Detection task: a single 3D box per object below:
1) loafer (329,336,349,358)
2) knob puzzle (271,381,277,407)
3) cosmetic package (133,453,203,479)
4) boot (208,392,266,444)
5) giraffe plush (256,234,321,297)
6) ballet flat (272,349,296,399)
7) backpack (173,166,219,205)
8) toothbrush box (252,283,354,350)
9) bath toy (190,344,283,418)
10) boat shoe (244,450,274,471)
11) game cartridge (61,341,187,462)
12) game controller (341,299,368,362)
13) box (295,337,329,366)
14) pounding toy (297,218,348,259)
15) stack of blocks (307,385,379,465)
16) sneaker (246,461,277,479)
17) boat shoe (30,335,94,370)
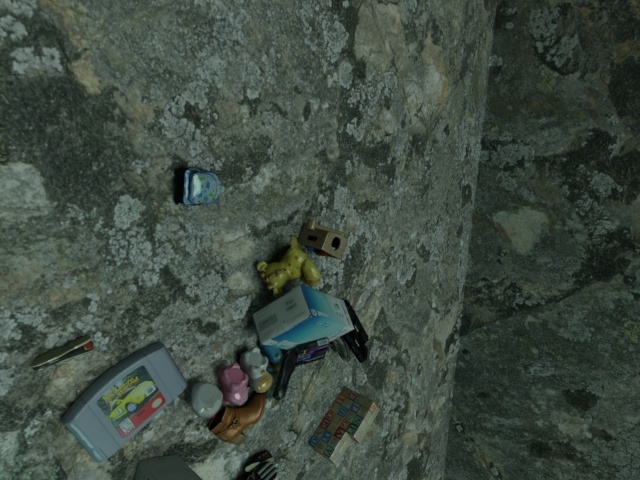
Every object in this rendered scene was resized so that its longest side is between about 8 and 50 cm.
[{"bbox_3d":[0.042,0.387,1.800,0.084,0.096,0.268,-29,117,-18],"label":"loafer"},{"bbox_3d":[-0.147,0.514,1.597,0.213,0.029,0.213,21,90,-82],"label":"knob puzzle"},{"bbox_3d":[-0.437,0.777,1.239,0.138,0.224,0.224,20,85,-50],"label":"cosmetic package"},{"bbox_3d":[-0.279,0.589,1.489,0.152,0.072,0.197,51,60,-39],"label":"boot"},{"bbox_3d":[-0.113,0.105,1.483,0.170,0.181,0.210,-34,152,-10],"label":"giraffe plush"},{"bbox_3d":[-0.125,0.453,1.490,0.057,0.049,0.173,39,56,-31],"label":"ballet flat"},{"bbox_3d":[-0.332,-0.147,1.204,0.114,0.084,0.105,-8,109,-51],"label":"backpack"},{"bbox_3d":[-0.053,0.280,1.514,0.295,0.216,0.126,29,34,-52],"label":"toothbrush box"},{"bbox_3d":[-0.273,0.465,1.427,0.348,0.129,0.151,-24,74,-45],"label":"bath toy"},{"bbox_3d":[-0.234,0.824,1.631,0.133,0.042,0.049,7,121,-49],"label":"boat shoe"},{"bbox_3d":[-0.518,0.423,1.180,0.294,0.060,0.196,-41,125,-35],"label":"game cartridge"},{"bbox_3d":[0.139,0.391,1.868,0.319,0.067,0.167,61,31,-44],"label":"game controller"},{"bbox_3d":[-0.034,0.403,1.575,0.115,0.029,0.162,-12,151,-15],"label":"box"},{"bbox_3d":[0.004,0.000,1.556,0.206,0.181,0.094,29,79,-49],"label":"pounding toy"},{"bbox_3d":[0.105,0.815,1.917,0.297,0.171,0.087,-50,133,-27],"label":"stack of blocks"},{"bbox_3d":[-0.266,0.945,1.586,0.281,0.106,0.163,-30,143,-25],"label":"sneaker"},{"bbox_3d":[-0.608,0.275,1.037,0.137,0.049,0.043,-26,122,-48],"label":"boat shoe"}]
